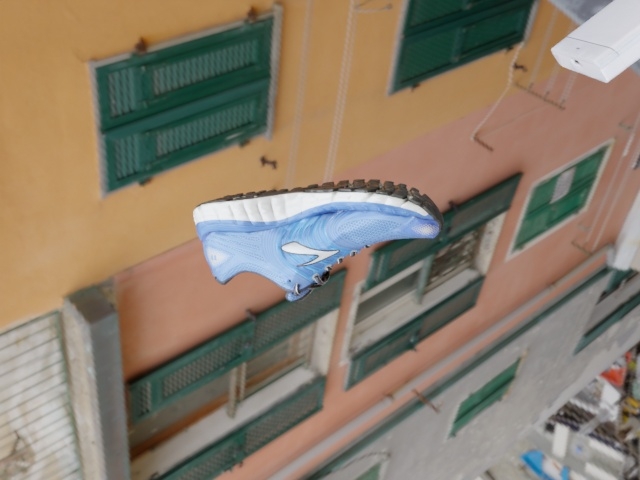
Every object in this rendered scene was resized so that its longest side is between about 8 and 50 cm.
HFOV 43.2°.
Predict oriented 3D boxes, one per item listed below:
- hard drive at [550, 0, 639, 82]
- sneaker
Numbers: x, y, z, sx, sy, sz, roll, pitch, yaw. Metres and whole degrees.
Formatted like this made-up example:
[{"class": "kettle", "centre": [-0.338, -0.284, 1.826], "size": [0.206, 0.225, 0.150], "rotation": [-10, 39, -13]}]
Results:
[{"class": "hard drive", "centre": [0.568, -0.399, 1.324], "size": [0.047, 0.353, 0.233], "rotation": [51, -170, -16]}, {"class": "sneaker", "centre": [0.000, 0.000, 1.071], "size": [0.330, 0.130, 0.147], "rotation": [-5, 99, 15]}]
